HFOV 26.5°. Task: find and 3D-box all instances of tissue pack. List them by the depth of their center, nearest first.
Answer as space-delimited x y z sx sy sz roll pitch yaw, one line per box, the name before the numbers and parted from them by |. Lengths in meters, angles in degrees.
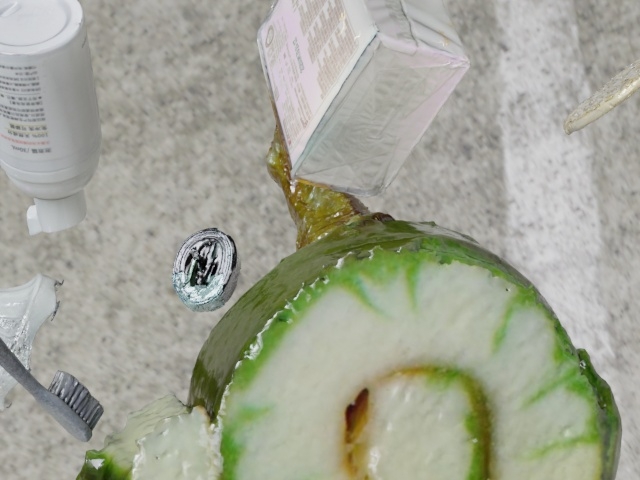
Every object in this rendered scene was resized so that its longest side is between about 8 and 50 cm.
tissue pack | 0.035 -0.187 1.360 0.185 0.124 0.225 -58 32 35

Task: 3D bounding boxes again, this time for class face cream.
face cream | -0.358 -0.145 1.778 0.145 0.370 0.145 0 48 0

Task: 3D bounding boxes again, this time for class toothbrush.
toothbrush | -0.219 0.026 0.805 0.023 0.321 0.031 3 54 34

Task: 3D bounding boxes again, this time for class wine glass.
wine glass | -0.408 0.084 1.522 0.196 0.165 0.165 24 74 -11

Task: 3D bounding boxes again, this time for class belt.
belt | -0.184 0.048 2.186 0.105 0.058 0.140 9 72 13

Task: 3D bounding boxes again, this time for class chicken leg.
chicken leg | 0.000 0.016 1.678 0.211 0.140 0.361 -48 41 14

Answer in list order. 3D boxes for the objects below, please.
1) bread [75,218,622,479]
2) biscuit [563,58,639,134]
bread | 0.018 0.168 0.974 0.382 0.129 0.366 3 99 -17
biscuit | 0.310 -0.158 1.385 0.152 0.152 0.020 -38 93 4
